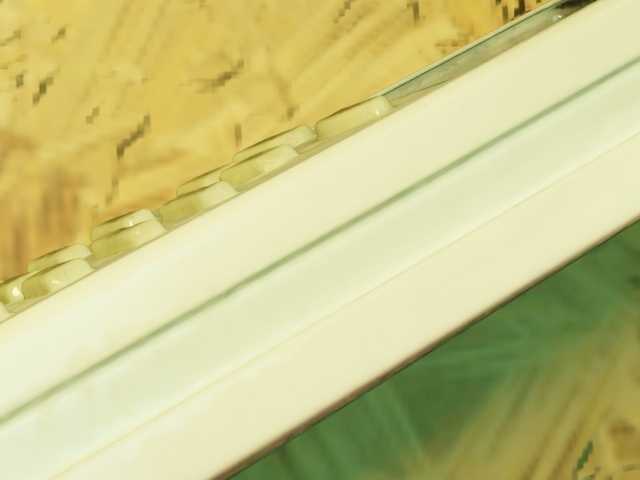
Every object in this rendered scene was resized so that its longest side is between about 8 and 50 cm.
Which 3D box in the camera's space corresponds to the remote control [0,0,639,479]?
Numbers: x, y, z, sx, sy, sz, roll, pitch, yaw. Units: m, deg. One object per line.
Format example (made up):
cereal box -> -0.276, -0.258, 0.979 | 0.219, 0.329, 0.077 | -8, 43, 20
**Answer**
remote control -> 0.000, 0.000, 0.424 | 0.277, 0.103, 0.056 | -30, 97, -26
